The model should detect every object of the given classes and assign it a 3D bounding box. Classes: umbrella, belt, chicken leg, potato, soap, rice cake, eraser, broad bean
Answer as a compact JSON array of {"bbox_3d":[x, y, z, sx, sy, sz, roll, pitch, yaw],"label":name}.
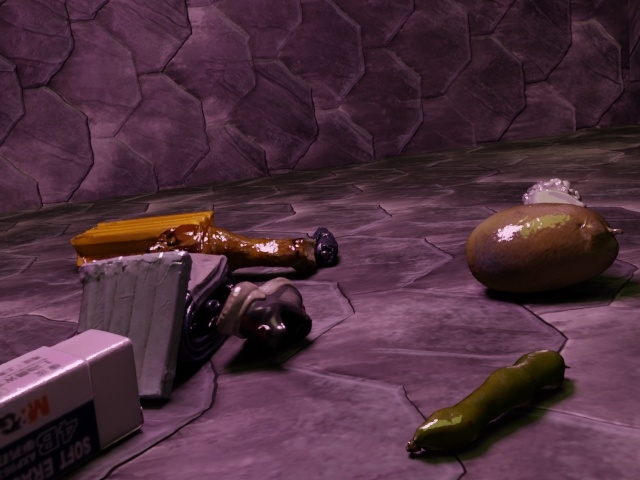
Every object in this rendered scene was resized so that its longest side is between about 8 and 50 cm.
[{"bbox_3d":[0.008,0.000,1.596,0.071,0.070,0.248,-6,14,5],"label":"umbrella"},{"bbox_3d":[-0.202,0.106,1.083,0.126,0.139,0.230,-4,18,15],"label":"belt"},{"bbox_3d":[-0.207,0.026,1.441,0.361,0.140,0.211,-7,4,19],"label":"chicken leg"},{"bbox_3d":[0.372,0.012,1.162,0.251,0.159,0.174,-13,35,29],"label":"potato"},{"bbox_3d":[-0.443,0.002,1.774,0.325,0.096,0.204,-5,12,10],"label":"soap"},{"bbox_3d":[-0.268,0.118,0.965,0.189,0.198,0.037,-5,-13,20],"label":"rice cake"},{"bbox_3d":[-0.331,0.205,0.753,0.086,0.130,0.287,4,16,34],"label":"eraser"},{"bbox_3d":[0.198,0.175,0.778,0.256,0.052,0.052,-20,-24,-35],"label":"broad bean"}]

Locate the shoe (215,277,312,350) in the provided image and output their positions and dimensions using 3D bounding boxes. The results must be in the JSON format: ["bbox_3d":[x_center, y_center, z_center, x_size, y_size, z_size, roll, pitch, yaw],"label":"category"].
[{"bbox_3d":[-0.068,0.122,1.075,0.112,0.099,0.227,31,9,22],"label":"shoe"}]

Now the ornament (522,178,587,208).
[{"bbox_3d":[0.490,-0.055,1.460,0.130,0.120,0.285,16,20,11],"label":"ornament"}]
